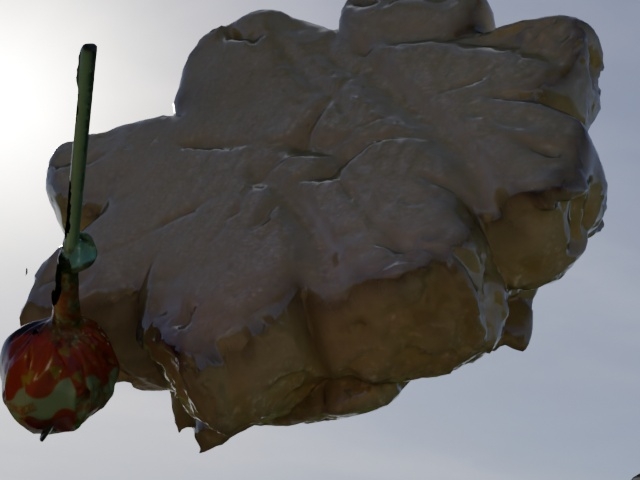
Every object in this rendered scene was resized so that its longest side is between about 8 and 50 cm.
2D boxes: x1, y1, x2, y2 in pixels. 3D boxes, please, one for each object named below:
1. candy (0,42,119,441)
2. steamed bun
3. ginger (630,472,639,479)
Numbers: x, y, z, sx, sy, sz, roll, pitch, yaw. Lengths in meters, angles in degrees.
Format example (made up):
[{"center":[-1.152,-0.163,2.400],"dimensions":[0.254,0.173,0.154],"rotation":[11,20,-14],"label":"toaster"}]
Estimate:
[{"center":[-0.101,0.003,0.699],"dimensions":[0.049,0.055,0.184],"rotation":[23,-57,19],"label":"candy"},{"center":[0.000,0.000,0.836],"dimensions":[0.292,0.295,0.137],"rotation":[-5,-48,20],"label":"steamed bun"},{"center":[0.159,0.091,0.366],"dimensions":[0.221,0.130,0.275],"rotation":[2,-48,7],"label":"ginger"}]
